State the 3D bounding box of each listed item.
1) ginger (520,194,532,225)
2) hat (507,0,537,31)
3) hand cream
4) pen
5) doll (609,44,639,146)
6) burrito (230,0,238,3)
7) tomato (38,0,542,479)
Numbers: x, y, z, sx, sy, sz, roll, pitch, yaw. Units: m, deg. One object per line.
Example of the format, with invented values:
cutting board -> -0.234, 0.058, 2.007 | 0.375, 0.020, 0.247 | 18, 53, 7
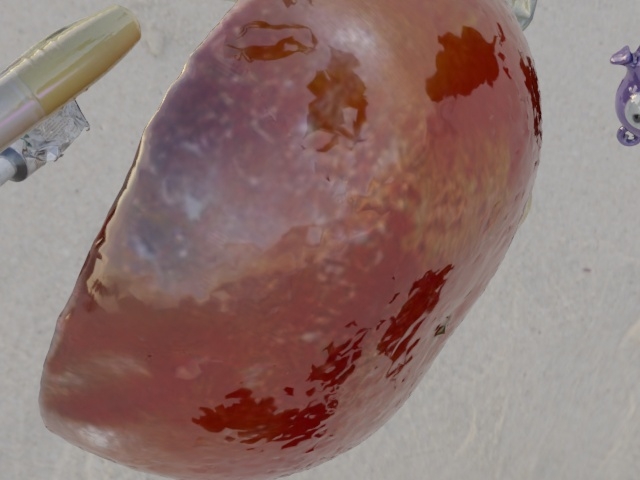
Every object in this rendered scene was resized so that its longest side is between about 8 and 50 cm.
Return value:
ginger -> 0.099, -0.059, 0.839 | 0.133, 0.059, 0.214 | -46, 49, 35
hat -> 0.158, -0.320, 1.280 | 0.149, 0.245, 0.214 | -30, 98, -11
hand cream -> -0.343, -0.132, 1.275 | 0.050, 0.084, 0.257 | -22, 20, 22
pen -> -0.184, -0.047, 0.511 | 0.233, 0.032, 0.040 | -40, 48, -18
doll -> 0.289, -0.144, 0.789 | 0.110, 0.206, 0.067 | 25, 42, -7
burrito -> -0.142, -0.254, 0.914 | 0.087, 0.226, 0.060 | 26, 105, 53
tomato -> 0.012, 0.004, 0.543 | 0.144, 0.338, 0.338 | 33, 68, 13
